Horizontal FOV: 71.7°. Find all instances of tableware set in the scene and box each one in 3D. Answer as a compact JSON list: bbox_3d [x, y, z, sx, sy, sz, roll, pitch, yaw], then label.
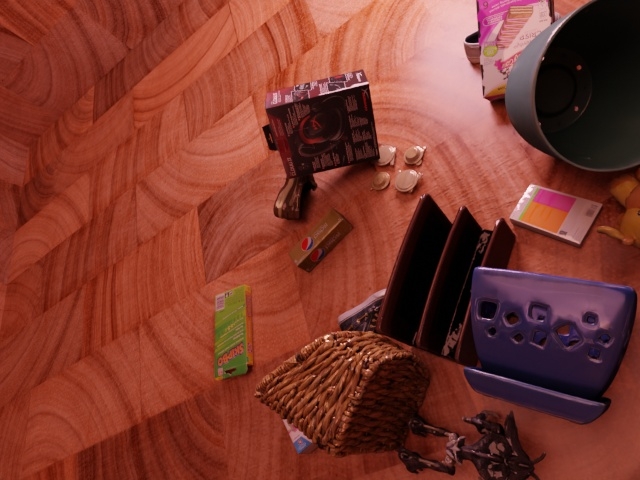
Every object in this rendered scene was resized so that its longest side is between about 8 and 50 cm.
[{"bbox_3d":[0.202,-0.193,1.185,0.169,0.020,0.140,8,74,39],"label":"tableware set"}]

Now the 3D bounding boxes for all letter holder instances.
[{"bbox_3d":[0.257,0.079,0.899,0.152,0.214,0.301,14,78,38],"label":"letter holder"}]

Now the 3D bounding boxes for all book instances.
[{"bbox_3d":[0.486,-0.055,0.919,0.144,0.035,0.096,29,85,39],"label":"book"}]

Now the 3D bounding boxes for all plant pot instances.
[{"bbox_3d":[0.498,-0.292,0.850,0.293,0.293,0.235,-45,12,11],"label":"plant pot"},{"bbox_3d":[0.387,0.180,0.760,0.236,0.236,0.211,8,80,36],"label":"plant pot"}]

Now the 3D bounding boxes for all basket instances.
[{"bbox_3d":[0.057,0.278,0.896,0.223,0.299,0.213,20,83,39],"label":"basket"}]

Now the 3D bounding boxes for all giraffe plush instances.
[{"bbox_3d":[0.560,-0.038,0.738,0.181,0.171,0.210,-37,64,52],"label":"giraffe plush"}]

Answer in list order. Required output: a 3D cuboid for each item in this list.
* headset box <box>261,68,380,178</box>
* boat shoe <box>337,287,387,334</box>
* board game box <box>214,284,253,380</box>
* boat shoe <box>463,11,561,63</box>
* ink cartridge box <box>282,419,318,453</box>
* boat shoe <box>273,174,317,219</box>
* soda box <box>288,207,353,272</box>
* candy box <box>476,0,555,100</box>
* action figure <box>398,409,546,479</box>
[{"bbox_3d":[-0.005,-0.301,1.178,0.294,0.218,0.110,-13,40,6],"label":"headset box"},{"bbox_3d":[0.128,0.184,1.047,0.183,0.065,0.083,-36,56,24],"label":"boat shoe"},{"bbox_3d":[-0.255,0.268,1.291,0.124,0.039,0.259,-22,56,27],"label":"board game box"},{"bbox_3d":[0.470,-0.516,1.100,0.228,0.081,0.079,-11,64,31],"label":"boat shoe"},{"bbox_3d":[-0.036,0.428,1.055,0.088,0.052,0.122,-44,50,11],"label":"ink cartridge box"},{"bbox_3d":[-0.051,-0.174,1.322,0.095,0.095,0.257,16,77,14],"label":"boat shoe"},{"bbox_3d":[0.000,0.000,1.213,0.181,0.061,0.058,-47,51,9],"label":"soda box"},{"bbox_3d":[0.457,-0.460,1.030,0.159,0.071,0.233,-3,97,34],"label":"candy box"},{"bbox_3d":[0.284,0.385,0.799,0.276,0.141,0.163,-12,60,48],"label":"action figure"}]
